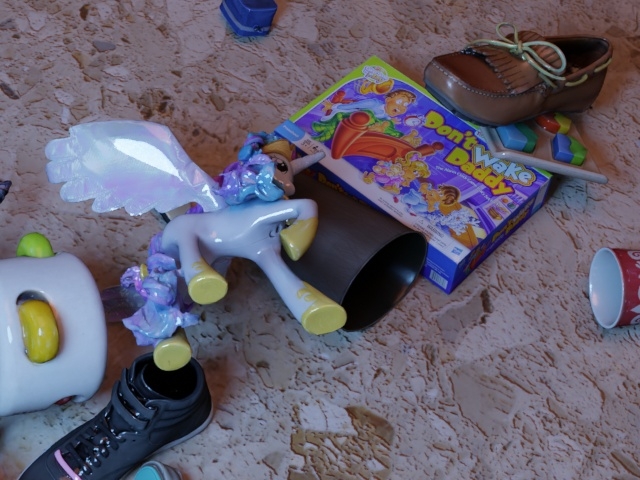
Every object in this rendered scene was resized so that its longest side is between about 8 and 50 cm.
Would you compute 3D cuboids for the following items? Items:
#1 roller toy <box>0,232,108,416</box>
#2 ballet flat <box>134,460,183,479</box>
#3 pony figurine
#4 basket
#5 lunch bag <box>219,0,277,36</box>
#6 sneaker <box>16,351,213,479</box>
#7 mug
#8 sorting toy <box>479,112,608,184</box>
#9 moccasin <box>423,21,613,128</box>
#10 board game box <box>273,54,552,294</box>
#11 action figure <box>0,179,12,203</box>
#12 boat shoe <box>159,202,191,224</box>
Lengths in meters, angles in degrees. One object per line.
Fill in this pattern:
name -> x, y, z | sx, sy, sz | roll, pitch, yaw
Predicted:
roller toy -> -0.355, 0.115, 1.575 | 0.146, 0.191, 0.209 | -8, 38, -31
ballet flat -> -0.162, 0.357, 1.548 | 0.072, 0.068, 0.213 | -39, 54, 19
pony figurine -> -0.148, 0.000, 1.612 | 0.351, 0.303, 0.363 | -14, 33, 1
basket -> 0.000, 0.000, 1.791 | 0.227, 0.154, 0.204 | 33, 29, 24
lunch bag -> -0.117, -0.375, 2.124 | 0.067, 0.065, 0.098 | -7, 51, -31
sneaker -> -0.258, 0.230, 1.584 | 0.296, 0.147, 0.104 | -31, 62, -25
mug -> 0.475, 0.049, 1.833 | 0.169, 0.113, 0.150 | -1, 54, -12
sorting toy -> 0.322, -0.165, 1.959 | 0.193, 0.038, 0.208 | 12, 32, -21
moccasin -> 0.298, -0.249, 1.894 | 0.380, 0.147, 0.139 | -5, 45, -39
board game box -> 0.132, -0.106, 1.933 | 0.347, 0.078, 0.233 | 37, 57, 21
action figure -> -0.466, 0.053, 1.711 | 0.164, 0.141, 0.275 | 4, 78, -13
boat shoe -> -0.225, -0.063, 1.885 | 0.049, 0.042, 0.133 | 0, 48, -39
